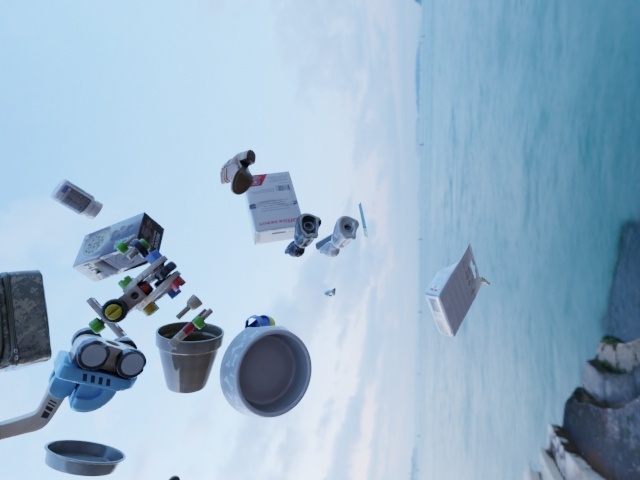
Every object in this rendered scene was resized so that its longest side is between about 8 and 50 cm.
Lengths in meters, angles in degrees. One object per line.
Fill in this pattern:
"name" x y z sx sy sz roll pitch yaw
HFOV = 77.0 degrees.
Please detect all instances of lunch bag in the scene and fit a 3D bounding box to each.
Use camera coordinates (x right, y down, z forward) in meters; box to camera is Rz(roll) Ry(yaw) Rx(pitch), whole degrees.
"lunch bag" -0.955 0.249 1.169 0.256 0.213 0.305 -4 -102 -43

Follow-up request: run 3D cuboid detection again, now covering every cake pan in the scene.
"cake pan" -0.913 0.839 1.555 0.293 0.293 0.054 59 -137 -65

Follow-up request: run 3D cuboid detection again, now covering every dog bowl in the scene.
"dog bowl" -0.185 0.479 1.480 0.349 0.102 0.348 5 -99 -32

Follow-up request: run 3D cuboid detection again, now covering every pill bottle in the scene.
"pill bottle" -0.796 -0.132 1.322 0.137 0.078 0.078 42 -135 -38

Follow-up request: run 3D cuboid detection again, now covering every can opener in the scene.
"can opener" 0.077 -0.029 2.005 0.074 0.280 0.093 -2 -114 -41

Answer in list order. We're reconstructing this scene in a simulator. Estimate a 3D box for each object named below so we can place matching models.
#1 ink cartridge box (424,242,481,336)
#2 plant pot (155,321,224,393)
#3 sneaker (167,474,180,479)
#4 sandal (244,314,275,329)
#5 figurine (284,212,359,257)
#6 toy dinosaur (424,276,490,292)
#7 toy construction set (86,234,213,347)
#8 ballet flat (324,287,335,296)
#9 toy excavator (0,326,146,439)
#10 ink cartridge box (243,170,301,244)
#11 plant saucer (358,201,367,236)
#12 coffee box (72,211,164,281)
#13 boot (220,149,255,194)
"ink cartridge box" 0.317 0.113 0.954 0.179 0.045 0.145 -51 -52 -32
"plant pot" -0.643 0.576 1.973 0.323 0.323 0.280 -12 -73 -76
"sneaker" -0.665 1.083 1.703 0.064 0.086 0.192 33 -111 -23
"sandal" -0.314 0.447 1.745 0.138 0.126 0.317 69 -143 -55
"figurine" 0.000 0.000 1.350 0.209 0.215 0.092 125 142 -56
"toy dinosaur" 0.403 0.126 1.181 0.093 0.183 0.053 34 -130 -50
"toy construction set" -0.466 0.181 1.074 0.237 0.257 0.308 -46 -58 -25
"ballet flat" 0.059 0.276 2.128 0.114 0.041 0.041 147 132 -60
"toy excavator" -0.934 0.553 1.478 0.433 0.222 0.445 30 -104 -35
"ink cartridge box" -0.197 -0.134 1.641 0.114 0.197 0.272 107 151 -59
"plant saucer" 0.205 -0.101 1.940 0.192 0.018 0.067 -96 -7 -47
"coffee box" -0.770 0.027 1.549 0.119 0.297 0.168 56 -158 -46
"boot" -0.310 -0.225 1.436 0.073 0.152 0.197 41 -131 -36
